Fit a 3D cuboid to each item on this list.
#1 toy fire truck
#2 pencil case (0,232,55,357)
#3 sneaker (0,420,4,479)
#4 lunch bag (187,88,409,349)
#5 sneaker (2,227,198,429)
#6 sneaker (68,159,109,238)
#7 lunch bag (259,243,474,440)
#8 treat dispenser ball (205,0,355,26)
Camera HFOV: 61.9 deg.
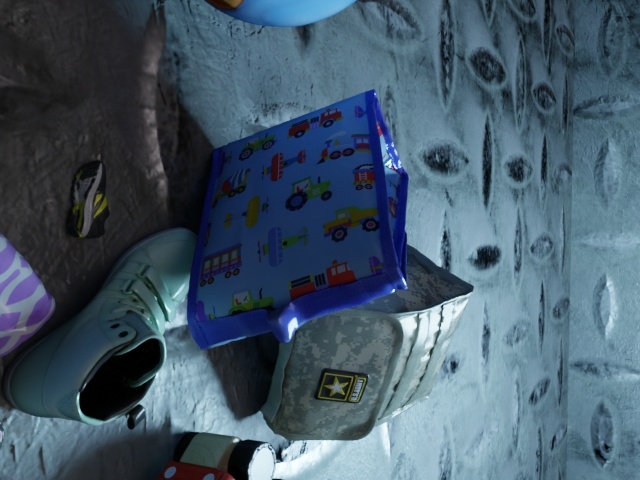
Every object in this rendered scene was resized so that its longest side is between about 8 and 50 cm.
[{"bbox_3d":[-0.142,0.377,0.616,0.246,0.159,0.216,-59,134,-46],"label":"toy fire truck"},{"bbox_3d":[-0.303,0.003,0.419,0.086,0.088,0.206,-53,129,-41],"label":"pencil case"},{"bbox_3d":[-0.307,0.154,0.442,0.077,0.072,0.178,-20,125,-58],"label":"sneaker"},{"bbox_3d":[-0.022,-0.014,0.580,0.293,0.221,0.138,-82,150,-52],"label":"lunch bag"},{"bbox_3d":[-0.171,0.080,0.539,0.256,0.151,0.094,-52,128,-38],"label":"sneaker"},{"bbox_3d":[-0.236,-0.041,0.553,0.035,0.031,0.083,24,77,-64],"label":"sneaker"},{"bbox_3d":[0.057,0.153,0.776,0.287,0.169,0.235,-11,126,-40],"label":"lunch bag"},{"bbox_3d":[-0.046,-0.378,0.562,0.288,0.288,0.287,-3,94,-51],"label":"treat dispenser ball"}]
